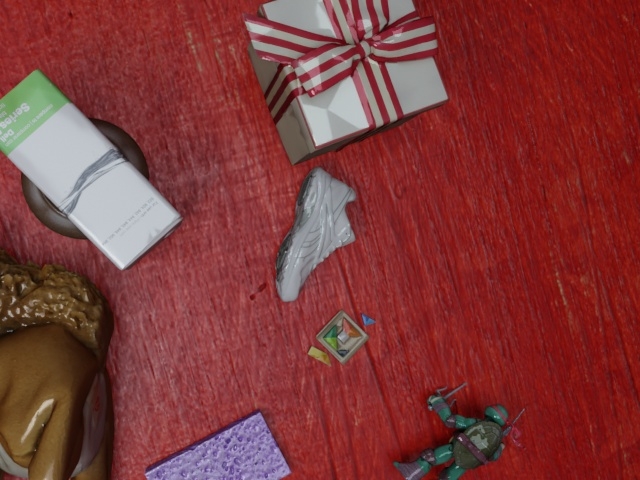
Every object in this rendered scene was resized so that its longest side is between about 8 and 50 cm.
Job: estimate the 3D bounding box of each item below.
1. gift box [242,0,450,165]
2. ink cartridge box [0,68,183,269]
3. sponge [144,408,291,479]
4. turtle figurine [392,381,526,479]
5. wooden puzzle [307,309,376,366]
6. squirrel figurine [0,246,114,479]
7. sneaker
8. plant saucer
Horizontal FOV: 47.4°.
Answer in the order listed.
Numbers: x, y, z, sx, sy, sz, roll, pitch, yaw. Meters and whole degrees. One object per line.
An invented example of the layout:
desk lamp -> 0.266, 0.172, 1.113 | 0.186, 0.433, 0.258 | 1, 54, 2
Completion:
gift box -> 0.019, -0.282, 1.137 | 0.255, 0.258, 0.276 | -27, 95, -12
ink cartridge box -> -0.334, -0.089, 1.049 | 0.115, 0.198, 0.273 | -44, 97, -10
sponge -> -0.166, 0.377, 1.194 | 0.210, 0.031, 0.117 | -26, 94, -11
turtle figurine -> 0.245, 0.340, 1.246 | 0.234, 0.118, 0.175 | -43, 97, -4
wooden puzzle -> 0.038, 0.168, 1.253 | 0.078, 0.014, 0.116 | 39, 81, -9
squirrel figurine -> -0.503, 0.198, 1.044 | 0.371, 0.281, 0.396 | 1, 74, -2
sneaker -> 0.000, 0.000, 1.214 | 0.115, 0.090, 0.232 | 21, 85, -14
plant saucer -> -0.375, -0.101, 1.162 | 0.199, 0.036, 0.198 | 1, 87, -12
